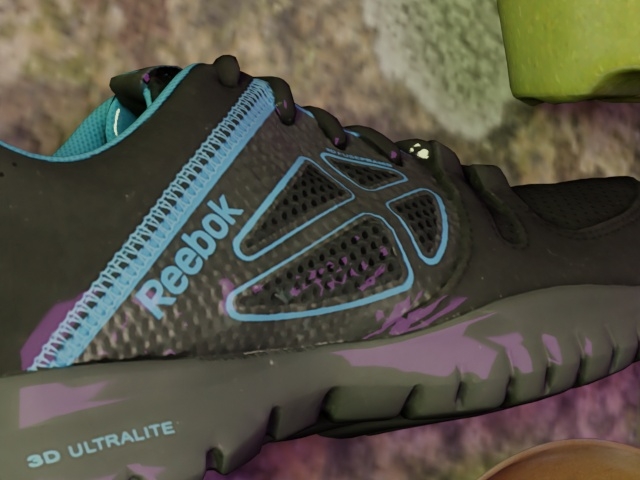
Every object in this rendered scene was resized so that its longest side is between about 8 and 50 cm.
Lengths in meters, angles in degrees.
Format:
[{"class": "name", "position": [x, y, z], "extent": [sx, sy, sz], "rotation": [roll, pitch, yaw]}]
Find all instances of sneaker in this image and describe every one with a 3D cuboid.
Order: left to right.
[{"class": "sneaker", "position": [0.000, 0.000, 0.568], "extent": [0.340, 0.125, 0.140], "rotation": [-11, 82, -41]}]

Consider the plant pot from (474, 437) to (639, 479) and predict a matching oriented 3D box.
[{"class": "plant pot", "position": [0.098, 0.194, 0.661], "extent": [0.236, 0.032, 0.236], "rotation": [9, 76, -36]}]

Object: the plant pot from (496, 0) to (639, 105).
[{"class": "plant pot", "position": [0.159, -0.180, 0.666], "extent": [0.276, 0.276, 0.254], "rotation": [-6, 95, -39]}]
